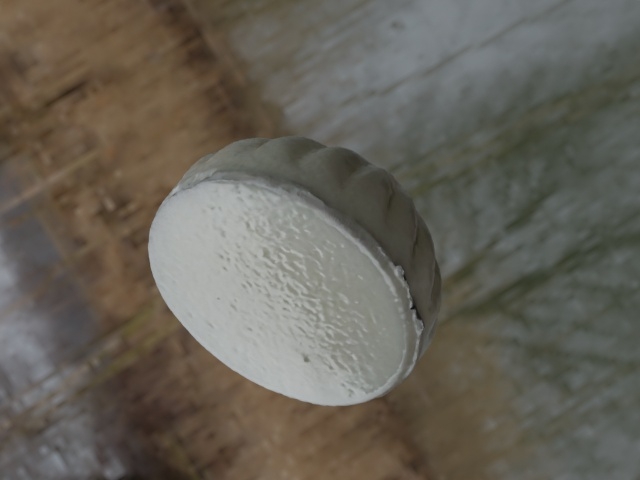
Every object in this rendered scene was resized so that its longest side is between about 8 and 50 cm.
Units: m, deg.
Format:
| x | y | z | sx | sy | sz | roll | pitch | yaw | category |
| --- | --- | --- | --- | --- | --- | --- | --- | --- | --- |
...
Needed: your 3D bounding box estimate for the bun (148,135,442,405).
| x | y | z | sx | sy | sz | roll | pitch | yaw | category |
| --- | --- | --- | --- | --- | --- | --- | --- | --- | --- |
| 0.000 | 0.000 | 1.657 | 0.263 | 0.175 | 0.263 | 18 | 135 | 18 | bun |
